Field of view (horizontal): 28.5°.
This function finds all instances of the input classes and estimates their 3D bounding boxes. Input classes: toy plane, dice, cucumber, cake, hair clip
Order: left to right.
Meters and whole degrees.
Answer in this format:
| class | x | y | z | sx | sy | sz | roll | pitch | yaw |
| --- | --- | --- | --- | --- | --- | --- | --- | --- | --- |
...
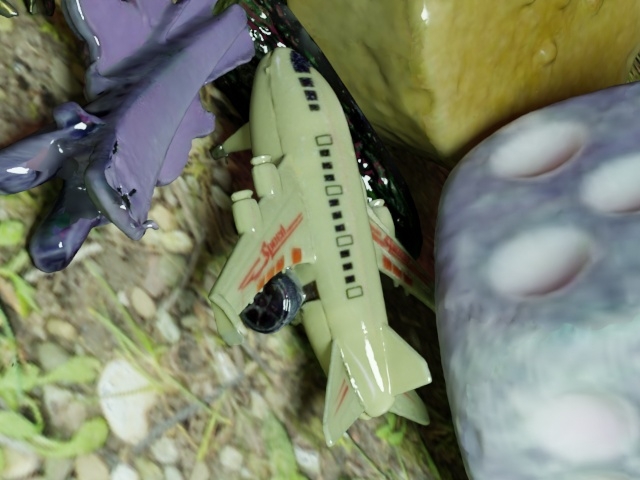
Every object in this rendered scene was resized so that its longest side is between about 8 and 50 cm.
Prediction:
| class | x | y | z | sx | sy | sz | roll | pitch | yaw |
| --- | --- | --- | --- | --- | --- | --- | --- | --- | --- |
| hair clip | -0.112 | -0.083 | 0.727 | 0.137 | 0.090 | 0.278 | 61 | 23 | -24 |
| cucumber | -0.001 | -0.077 | 0.909 | 0.241 | 0.074 | 0.074 | 53 | 29 | -9 |
| toy plane | 0.000 | 0.000 | 0.800 | 0.242 | 0.104 | 0.256 | 0 | 61 | -53 |
| cake | 0.075 | -0.236 | 1.021 | 0.321 | 0.332 | 0.332 | 27 | 7 | 40 |
| dice | 0.235 | 0.067 | 0.842 | 0.271 | 0.270 | 0.270 | -79 | 153 | -51 |

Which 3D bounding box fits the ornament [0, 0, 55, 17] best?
| class | x | y | z | sx | sy | sz | roll | pitch | yaw |
| --- | --- | --- | --- | --- | --- | --- | --- | --- | --- |
| ornament | -0.198 | -0.243 | 0.772 | 0.202 | 0.080 | 0.236 | 41 | 33 | -32 |
